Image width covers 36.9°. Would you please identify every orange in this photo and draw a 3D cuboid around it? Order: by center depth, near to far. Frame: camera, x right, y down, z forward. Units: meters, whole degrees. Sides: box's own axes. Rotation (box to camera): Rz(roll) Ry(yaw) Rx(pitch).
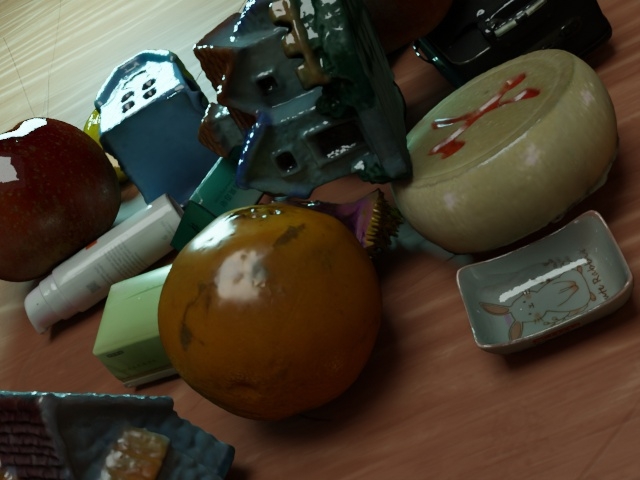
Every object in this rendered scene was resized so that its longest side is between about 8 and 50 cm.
[{"bbox_3d":[-0.069,0.097,1.330,0.312,0.312,0.312,-21,40,19],"label":"orange"}]

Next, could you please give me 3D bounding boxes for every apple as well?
[{"bbox_3d":[-0.569,-0.084,1.881,0.348,0.277,0.348,-31,11,7],"label":"apple"}]

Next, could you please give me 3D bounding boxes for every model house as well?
[{"bbox_3d":[-0.351,0.308,1.259,0.360,0.339,0.297,-7,45,45],"label":"model house"},{"bbox_3d":[-0.067,-0.211,1.386,0.329,0.295,0.252,-17,34,18],"label":"model house"},{"bbox_3d":[-0.304,-0.226,1.901,0.215,0.237,0.303,-33,36,2],"label":"model house"}]

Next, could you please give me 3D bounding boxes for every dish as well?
[{"bbox_3d":[0.298,0.070,1.258,0.212,0.077,0.151,-25,41,13],"label":"dish"}]

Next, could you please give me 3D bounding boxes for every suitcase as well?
[{"bbox_3d":[0.285,-0.399,1.656,0.283,0.194,0.434,-36,38,6],"label":"suitcase"}]

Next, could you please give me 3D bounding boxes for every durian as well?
[{"bbox_3d":[0.006,0.011,1.507,0.260,0.153,0.187,15,82,42],"label":"durian"}]

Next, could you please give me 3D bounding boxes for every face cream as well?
[{"bbox_3d":[-0.402,0.046,1.798,0.345,0.102,0.102,-33,38,2],"label":"face cream"}]

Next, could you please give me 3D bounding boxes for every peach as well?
[{"bbox_3d":[0.089,-0.410,1.530,0.252,0.252,0.252,-21,40,19],"label":"peach"}]

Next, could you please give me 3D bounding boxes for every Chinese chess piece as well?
[{"bbox_3d":[0.261,-0.129,1.386,0.338,0.140,0.338,-32,21,14],"label":"Chinese chess piece"}]

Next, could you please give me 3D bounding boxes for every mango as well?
[{"bbox_3d":[-0.456,-0.229,2.116,0.157,0.109,0.262,-20,42,14],"label":"mango"}]

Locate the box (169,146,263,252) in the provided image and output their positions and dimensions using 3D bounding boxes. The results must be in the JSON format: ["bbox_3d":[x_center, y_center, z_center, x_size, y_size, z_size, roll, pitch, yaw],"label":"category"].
[{"bbox_3d":[-0.163,-0.059,1.629,0.153,0.092,0.245,-57,3,-23],"label":"box"}]

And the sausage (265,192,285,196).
[{"bbox_3d":[-0.107,-0.223,1.786,0.121,0.121,0.304,-27,54,12],"label":"sausage"}]

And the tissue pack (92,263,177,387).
[{"bbox_3d":[-0.235,0.125,1.566,0.234,0.125,0.159,-18,41,21],"label":"tissue pack"}]

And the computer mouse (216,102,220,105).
[{"bbox_3d":[-0.099,-0.359,1.987,0.170,0.100,0.269,8,56,45],"label":"computer mouse"}]

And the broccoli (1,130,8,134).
[{"bbox_3d":[-0.695,-0.103,2.182,0.198,0.177,0.275,19,91,10],"label":"broccoli"}]

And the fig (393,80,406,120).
[{"bbox_3d":[0.031,-0.251,1.668,0.203,0.235,0.203,-19,46,20],"label":"fig"}]
